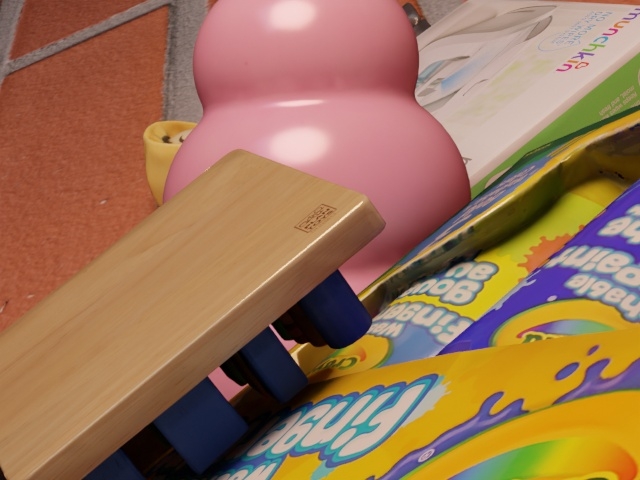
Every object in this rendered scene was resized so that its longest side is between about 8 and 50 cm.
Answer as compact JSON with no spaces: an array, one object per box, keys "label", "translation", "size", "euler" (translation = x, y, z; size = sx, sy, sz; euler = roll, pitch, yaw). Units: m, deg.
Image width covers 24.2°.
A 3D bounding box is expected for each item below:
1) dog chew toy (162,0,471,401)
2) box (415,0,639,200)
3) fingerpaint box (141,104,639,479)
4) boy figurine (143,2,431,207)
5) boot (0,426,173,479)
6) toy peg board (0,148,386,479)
[{"label":"dog chew toy","translation":[0.000,0.000,0.860],"size":[0.207,0.332,0.206],"euler":[-4,0,0]},{"label":"box","translation":[0.117,-0.057,1.089],"size":[0.262,0.127,0.231],"euler":[-37,28,-22]},{"label":"fingerpaint box","translation":[0.116,0.072,0.549],"size":[0.371,0.163,0.445],"euler":[-38,7,-25]},{"label":"boy figurine","translation":[-0.026,-0.114,1.346],"size":[0.285,0.092,0.177],"euler":[-22,30,1]},{"label":"boot","translation":[-0.118,0.163,0.759],"size":[0.090,0.248,0.207],"euler":[37,82,31]},{"label":"toy peg board","translation":[-0.050,0.050,0.604],"size":[0.161,0.079,0.160],"euler":[-40,21,-10]}]
